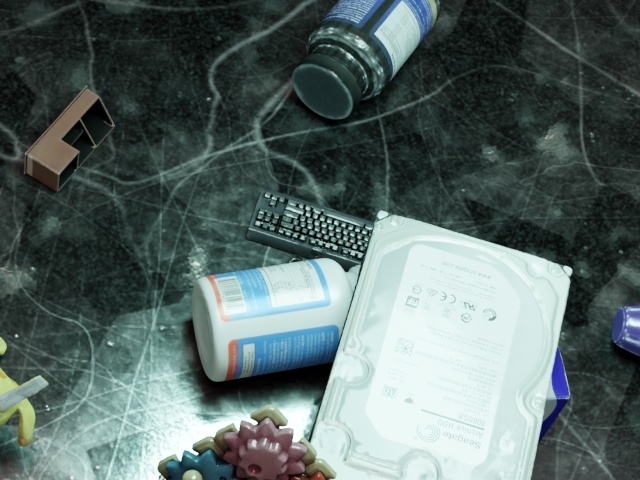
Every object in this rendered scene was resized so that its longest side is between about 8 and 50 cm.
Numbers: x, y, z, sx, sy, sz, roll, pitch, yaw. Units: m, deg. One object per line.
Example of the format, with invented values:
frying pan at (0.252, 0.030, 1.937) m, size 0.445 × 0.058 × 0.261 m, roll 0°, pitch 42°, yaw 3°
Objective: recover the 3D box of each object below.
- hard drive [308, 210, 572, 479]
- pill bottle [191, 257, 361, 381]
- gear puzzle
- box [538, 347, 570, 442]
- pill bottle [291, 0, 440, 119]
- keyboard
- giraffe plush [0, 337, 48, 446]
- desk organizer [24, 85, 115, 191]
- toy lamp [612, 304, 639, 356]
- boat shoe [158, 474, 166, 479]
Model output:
hard drive at (0.130, 0.145, 1.551) m, size 0.237 × 0.064 × 0.339 m, roll 17°, pitch 59°, yaw 2°
pill bottle at (-0.030, 0.088, 1.665) m, size 0.221 × 0.124 × 0.124 m, roll -7°, pitch 61°, yaw -16°
gear puzzle at (-0.015, 0.323, 1.471) m, size 0.339 × 0.175 × 0.044 m, roll 50°, pitch 28°, yaw -21°
box at (0.202, 0.182, 1.652) m, size 0.137 × 0.126 × 0.072 m, roll -3°, pitch 58°, yaw -13°
pill bottle at (0.058, -0.266, 1.897) m, size 0.123 × 0.123 × 0.219 m, roll 32°, pitch 59°, yaw 9°
keyboard at (0.000, 0.000, 1.784) m, size 0.180 × 0.023 × 0.108 m, roll 17°, pitch 58°, yaw 0°
giraffe plush at (-0.410, 0.137, 1.551) m, size 0.210 × 0.181 × 0.170 m, roll -17°, pitch 42°, yaw -9°
desk organizer at (-0.311, -0.126, 1.784) m, size 0.050 × 0.047 × 0.130 m, roll 32°, pitch 59°, yaw 6°
toy lamp at (0.500, 0.133, 1.774) m, size 0.274 × 0.080 × 0.080 m, roll 13°, pitch 58°, yaw -7°
boat shoe at (-0.017, 0.285, 1.549) m, size 0.324 × 0.120 × 0.122 m, roll 7°, pitch 59°, yaw -8°
